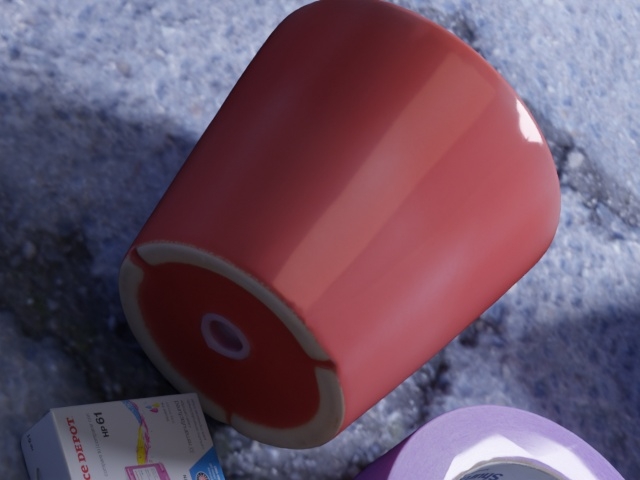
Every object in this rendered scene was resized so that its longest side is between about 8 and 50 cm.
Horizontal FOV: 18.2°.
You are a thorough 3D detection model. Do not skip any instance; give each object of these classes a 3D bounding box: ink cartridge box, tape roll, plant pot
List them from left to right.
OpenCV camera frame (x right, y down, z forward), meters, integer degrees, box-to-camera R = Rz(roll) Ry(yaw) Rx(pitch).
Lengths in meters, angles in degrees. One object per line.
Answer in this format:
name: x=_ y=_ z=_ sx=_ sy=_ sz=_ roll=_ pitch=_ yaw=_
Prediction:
ink cartridge box: x=-0.134 y=0.159 z=1.375 sx=0.122 sy=0.052 sz=0.088 roll=-4 pitch=65 yaw=-37
plant pot: x=0.000 y=0.000 z=1.449 sx=0.275 sy=0.275 sz=0.243 roll=44 pitch=57 yaw=-3
tape roll: x=0.136 y=0.263 z=1.477 sx=0.274 sy=0.090 sz=0.275 roll=18 pitch=53 yaw=-26
